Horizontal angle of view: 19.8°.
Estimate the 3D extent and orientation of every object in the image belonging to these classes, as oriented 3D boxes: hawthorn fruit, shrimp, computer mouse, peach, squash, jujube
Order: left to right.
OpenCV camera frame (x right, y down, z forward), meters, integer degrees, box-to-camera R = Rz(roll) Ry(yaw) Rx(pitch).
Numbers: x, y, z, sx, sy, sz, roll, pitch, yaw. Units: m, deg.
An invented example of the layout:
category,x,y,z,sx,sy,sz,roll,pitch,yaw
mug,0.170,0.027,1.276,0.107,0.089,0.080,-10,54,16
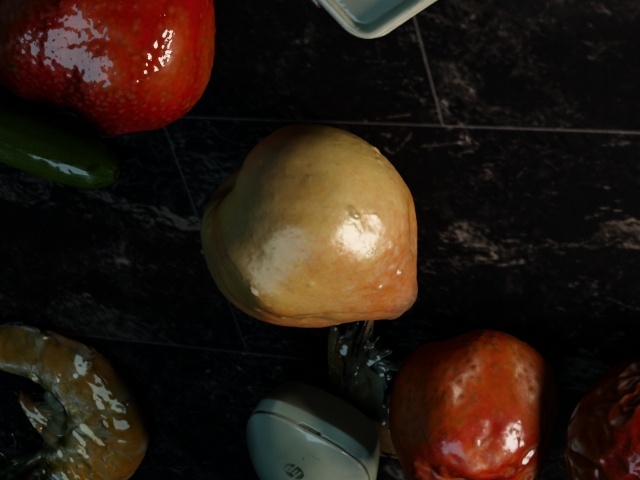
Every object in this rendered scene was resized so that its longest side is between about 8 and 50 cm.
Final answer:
category,x,y,z,sx,sy,sz,roll,pitch,yaw
squash,-0.336,-0.113,2.020,0.252,0.066,0.066,20,136,16
shrimp,-0.394,0.251,2.381,0.272,0.085,0.445,47,134,-5
hawthorn fruit,-0.199,-0.231,1.736,0.230,0.210,0.266,32,124,11
computer mouse,-0.016,0.260,2.093,0.159,0.097,0.288,25,152,8
peach,0.000,0.000,1.814,0.233,0.232,0.232,17,135,18
shrimp,0.088,0.160,2.016,0.173,0.058,0.253,14,138,10
hawthorn fruit,0.159,0.195,1.883,0.179,0.200,0.179,2,137,2
jujube,0.362,0.188,1.794,0.255,0.190,0.190,-37,104,29

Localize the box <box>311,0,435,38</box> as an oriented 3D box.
category,x,y,z,sx,sy,sz,roll,pitch,yaw
box,0.086,-0.323,1.493,0.193,0.167,0.294,45,137,-13
